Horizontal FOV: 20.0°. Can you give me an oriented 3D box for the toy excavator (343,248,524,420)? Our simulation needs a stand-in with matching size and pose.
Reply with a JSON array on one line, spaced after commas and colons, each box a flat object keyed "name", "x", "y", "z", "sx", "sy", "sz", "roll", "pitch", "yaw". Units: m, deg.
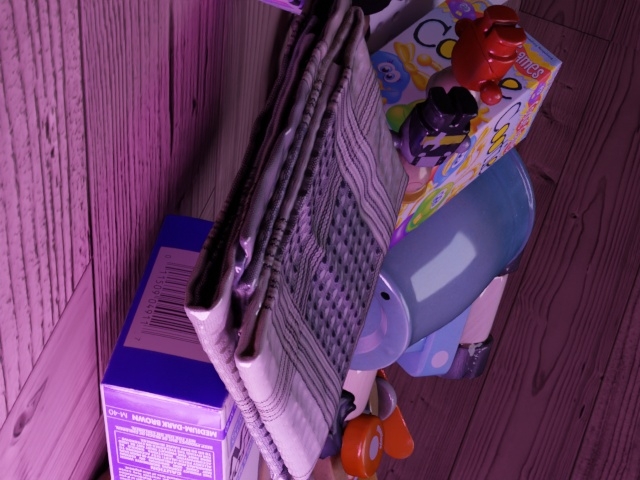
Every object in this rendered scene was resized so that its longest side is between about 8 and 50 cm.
[{"name": "toy excavator", "x": 0.058, "y": 0.078, "z": 2.341, "sx": 0.433, "sy": 0.445, "sz": 0.222, "roll": 47, "pitch": -50, "yaw": 47}]

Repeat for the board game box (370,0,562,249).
[{"name": "board game box", "x": 0.103, "y": -0.124, "z": 1.926, "sx": 0.275, "sy": 0.144, "sz": 0.142, "roll": -39, "pitch": 163, "yaw": -31}]

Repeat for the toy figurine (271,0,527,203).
[{"name": "toy figurine", "x": 0.069, "y": -0.166, "z": 1.752, "sx": 0.148, "sy": 0.213, "sz": 0.209, "roll": -54, "pitch": -176, "yaw": 49}]

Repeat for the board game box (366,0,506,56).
[{"name": "board game box", "x": 0.155, "y": -0.385, "z": 1.947, "sx": 0.390, "sy": 0.050, "sz": 0.390, "roll": -35, "pitch": 149, "yaw": -43}]

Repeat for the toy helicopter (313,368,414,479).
[{"name": "toy helicopter", "x": 0.050, "y": 0.293, "z": 2.471, "sx": 0.235, "sy": 0.140, "sz": 0.355, "roll": -63, "pitch": 151, "yaw": -42}]

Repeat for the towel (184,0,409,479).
[{"name": "towel", "x": 0.000, "y": 0.000, "z": 1.409, "sx": 0.324, "sy": 0.056, "sz": 0.312, "roll": 68, "pitch": 38, "yaw": -59}]

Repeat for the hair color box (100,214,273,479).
[{"name": "hair color box", "x": -0.102, "y": 0.162, "z": 1.545, "sx": 0.339, "sy": 0.110, "sz": 0.185, "roll": 94, "pitch": 11, "yaw": -50}]

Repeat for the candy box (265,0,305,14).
[{"name": "candy box", "x": -0.017, "y": -0.262, "z": 1.373, "sx": 0.196, "sy": 0.070, "sz": 0.165, "roll": -3, "pitch": 112, "yaw": -82}]

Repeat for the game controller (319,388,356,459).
[{"name": "game controller", "x": -0.017, "y": 0.113, "z": 1.693, "sx": 0.319, "sy": 0.067, "sz": 0.166, "roll": 138, "pitch": -65, "yaw": -85}]

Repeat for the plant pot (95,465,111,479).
[{"name": "plant pot", "x": -0.206, "y": 0.295, "z": 1.609, "sx": 0.236, "sy": 0.032, "sz": 0.236, "roll": 20, "pitch": 90, "yaw": -84}]

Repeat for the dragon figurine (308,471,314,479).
[{"name": "dragon figurine", "x": -0.082, "y": 0.363, "z": 1.865, "sx": 0.085, "sy": 0.144, "sz": 0.289, "roll": 71, "pitch": 25, "yaw": -74}]

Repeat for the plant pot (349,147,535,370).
[{"name": "plant pot", "x": 0.072, "y": 0.002, "z": 2.069, "sx": 0.255, "sy": 0.271, "sz": 0.272, "roll": -51, "pitch": 161, "yaw": -44}]
